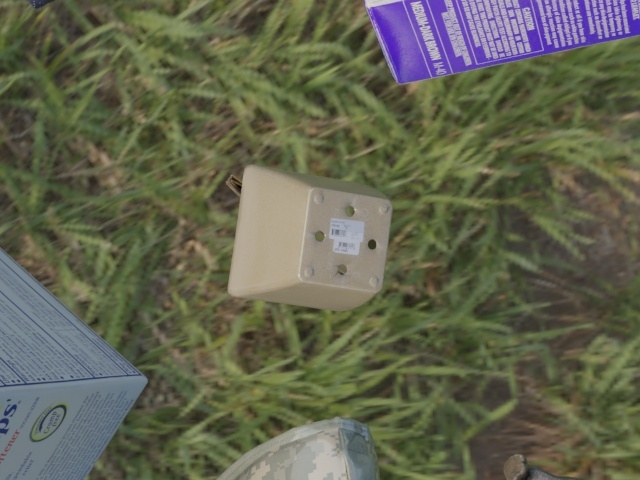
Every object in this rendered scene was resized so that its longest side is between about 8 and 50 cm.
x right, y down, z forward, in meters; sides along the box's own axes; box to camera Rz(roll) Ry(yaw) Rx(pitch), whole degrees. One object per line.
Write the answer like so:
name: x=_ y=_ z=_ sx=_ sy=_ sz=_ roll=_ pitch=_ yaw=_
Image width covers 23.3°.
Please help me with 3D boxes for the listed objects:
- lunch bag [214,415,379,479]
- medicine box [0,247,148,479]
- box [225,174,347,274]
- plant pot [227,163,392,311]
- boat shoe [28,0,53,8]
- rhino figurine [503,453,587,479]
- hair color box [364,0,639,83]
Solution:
lunch bag: x=-0.027 y=0.312 z=1.293 sx=0.169 sy=0.287 sz=0.235 roll=20 pitch=45 yaw=-29
medicine box: x=-0.374 y=0.126 z=1.582 sx=0.263 sy=0.289 sz=0.149 roll=39 pitch=106 yaw=23
box: x=-0.023 y=-0.009 z=2.120 sx=0.201 sy=0.164 sz=0.021 roll=33 pitch=95 yaw=-43
plant pot: x=0.000 y=0.000 z=1.231 sx=0.109 sy=0.096 sz=0.109 roll=9 pitch=88 yaw=-25
boat shoe: x=-0.158 y=-0.332 z=1.231 sx=0.340 sy=0.127 sz=0.158 roll=-34 pitch=127 yaw=11
rhino figurine: x=0.222 y=0.258 z=1.189 sx=0.106 sy=0.243 sz=0.073 roll=22 pitch=106 yaw=-26
hair color box: x=0.194 y=-0.234 z=1.012 sx=0.338 sy=0.110 sz=0.185 roll=-10 pitch=62 yaw=10
